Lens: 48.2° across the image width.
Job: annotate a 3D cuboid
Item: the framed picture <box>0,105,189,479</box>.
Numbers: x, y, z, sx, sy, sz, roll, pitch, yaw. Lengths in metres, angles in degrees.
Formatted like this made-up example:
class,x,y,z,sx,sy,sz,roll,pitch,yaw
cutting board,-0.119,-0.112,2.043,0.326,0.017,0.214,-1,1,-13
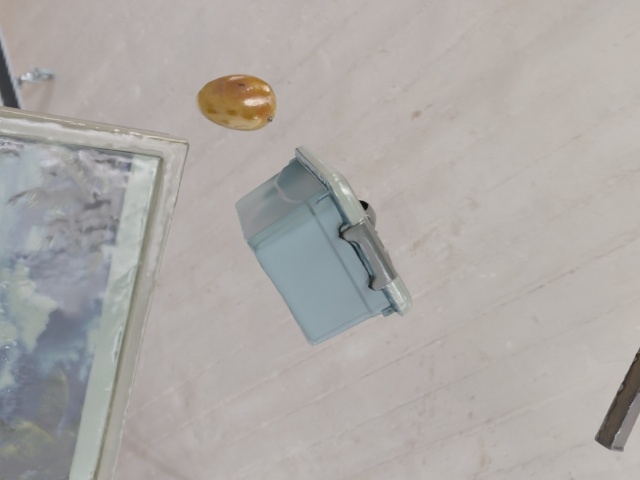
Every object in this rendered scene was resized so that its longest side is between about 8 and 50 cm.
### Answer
class,x,y,z,sx,sy,sz,roll,pitch,yaw
framed picture,-0.233,0.060,0.505,0.024,0.231,0.315,34,114,53

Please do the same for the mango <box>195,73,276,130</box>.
class,x,y,z,sx,sy,sz,roll,pitch,yaw
mango,-0.119,-0.193,1.008,0.060,0.114,0.080,115,168,-64

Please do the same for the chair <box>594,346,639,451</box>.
class,x,y,z,sx,sy,sz,roll,pitch,yaw
chair,0.461,0.043,0.636,0.240,0.203,0.417,21,93,58

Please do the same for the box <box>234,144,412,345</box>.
class,x,y,z,sx,sy,sz,roll,pitch,yaw
box,0.000,0.000,0.754,0.130,0.227,0.162,-31,109,-2
